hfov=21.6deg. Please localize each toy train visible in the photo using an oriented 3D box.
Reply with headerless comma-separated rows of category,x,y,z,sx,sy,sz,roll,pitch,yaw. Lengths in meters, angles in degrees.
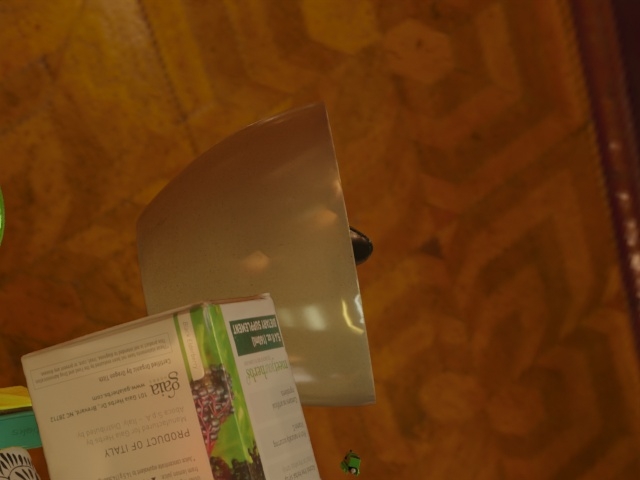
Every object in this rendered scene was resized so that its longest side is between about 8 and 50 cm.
toy train,0.035,0.254,1.921,0.017,0.083,0.024,14,88,-4

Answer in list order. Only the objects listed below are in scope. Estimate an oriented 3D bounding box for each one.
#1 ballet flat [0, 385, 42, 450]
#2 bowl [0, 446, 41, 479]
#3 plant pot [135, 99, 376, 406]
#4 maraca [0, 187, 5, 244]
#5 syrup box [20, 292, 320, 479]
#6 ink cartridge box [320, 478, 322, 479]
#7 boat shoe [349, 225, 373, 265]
ballet flat,-0.370,0.180,1.675,0.231,0.077,0.077,-1,119,-41
bowl,-0.284,0.272,1.467,0.170,0.080,0.170,-49,162,-22
plant pot,-0.065,0.025,1.550,0.191,0.284,0.284,-9,116,0
maraca,-0.354,-0.050,1.568,0.099,0.127,0.186,-50,141,-69
syrup box,-0.047,0.150,0.749,0.093,0.096,0.237,-1,75,-72
ink cartridge box,-0.024,0.177,1.185,0.028,0.083,0.048,-44,114,-21
boat shoe,0.000,0.002,1.510,0.133,0.042,0.049,12,79,-41
